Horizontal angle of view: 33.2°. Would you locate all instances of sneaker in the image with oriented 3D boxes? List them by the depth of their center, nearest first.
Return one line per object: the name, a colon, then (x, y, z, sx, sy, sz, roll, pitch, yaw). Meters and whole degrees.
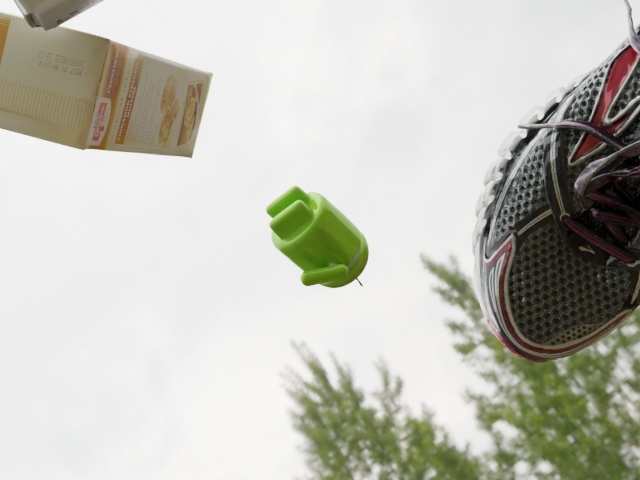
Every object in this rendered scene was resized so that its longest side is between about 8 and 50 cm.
sneaker: (0.175, -0.058, 0.558, 0.299, 0.121, 0.112, -60, 2, 22)

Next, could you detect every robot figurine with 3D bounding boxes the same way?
robot figurine: (0.000, 0.000, 1.012, 0.067, 0.101, 0.115, -38, -55, 15)

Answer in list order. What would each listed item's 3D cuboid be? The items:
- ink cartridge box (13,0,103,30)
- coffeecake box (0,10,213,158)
ink cartridge box: (-0.126, -0.271, 0.518, 0.201, 0.278, 0.117, -31, 14, -7)
coffeecake box: (-0.170, -0.103, 0.698, 0.185, 0.142, 0.068, -14, -61, -77)
